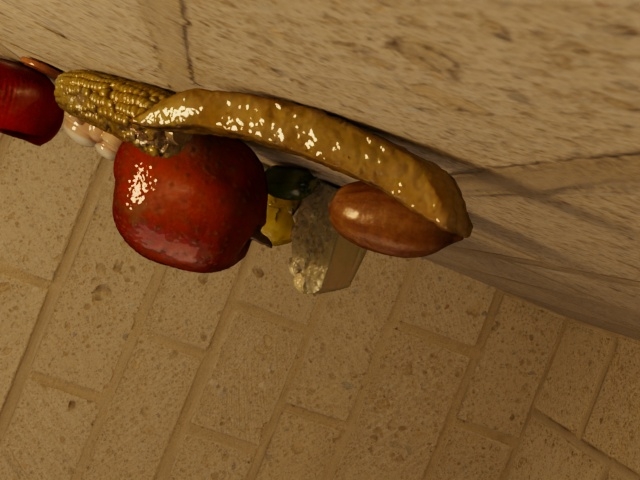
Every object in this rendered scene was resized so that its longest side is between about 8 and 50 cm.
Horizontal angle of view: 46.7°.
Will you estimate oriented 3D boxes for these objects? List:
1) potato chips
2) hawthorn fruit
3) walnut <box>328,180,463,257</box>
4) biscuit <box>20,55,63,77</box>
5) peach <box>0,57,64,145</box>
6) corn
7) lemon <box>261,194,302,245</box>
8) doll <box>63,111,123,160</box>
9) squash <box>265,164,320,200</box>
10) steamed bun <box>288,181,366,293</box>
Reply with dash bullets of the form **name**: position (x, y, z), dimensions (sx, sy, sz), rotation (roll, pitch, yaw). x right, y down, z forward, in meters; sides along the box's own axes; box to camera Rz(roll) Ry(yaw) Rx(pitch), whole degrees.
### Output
- **potato chips**: position (-0.033, -0.102, 0.753), dimensions (0.406, 0.080, 0.057), rotation (20, -165, 23)
- **hawthorn fruit**: position (-0.209, -0.069, 1.272), dimensions (0.299, 0.275, 0.275), rotation (30, 179, -3)
- **walnut**: position (0.108, -0.029, 1.081), dimensions (0.207, 0.116, 0.116), rotation (14, 177, 22)
- **biscuit**: position (-0.515, -0.321, 1.378), dimensions (0.078, 0.015, 0.091), rotation (23, 180, 18)
- **peach**: position (-0.630, -0.287, 1.574), dimensions (0.154, 0.159, 0.267), rotation (34, -176, 30)
- **corn**: position (-0.296, -0.195, 1.094), dimensions (0.319, 0.097, 0.097), rotation (24, -179, 40)
- **lemon**: position (-0.111, -0.075, 1.691), dimensions (0.173, 0.173, 0.206), rotation (22, -165, -40)
- **doll**: position (-0.425, -0.231, 1.541), dimensions (0.154, 0.119, 0.278), rotation (34, -177, 7)
- **squash**: position (-0.069, -0.114, 1.460), dimensions (0.069, 0.069, 0.258), rotation (22, 180, -20)
- **steamed bun**: position (0.000, 0.000, 1.549), dimensions (0.170, 0.226, 0.200), rotation (22, -179, 30)
